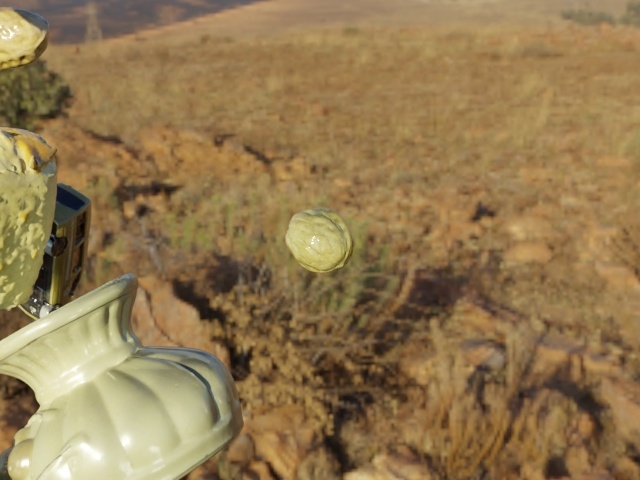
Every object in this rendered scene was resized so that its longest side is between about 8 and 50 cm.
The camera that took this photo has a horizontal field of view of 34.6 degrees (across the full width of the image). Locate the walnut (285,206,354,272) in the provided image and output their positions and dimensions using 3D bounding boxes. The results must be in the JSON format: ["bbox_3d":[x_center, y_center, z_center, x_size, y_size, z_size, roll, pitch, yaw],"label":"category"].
[{"bbox_3d":[0.000,0.000,1.308,0.092,0.092,0.092,-2,15,1],"label":"walnut"}]

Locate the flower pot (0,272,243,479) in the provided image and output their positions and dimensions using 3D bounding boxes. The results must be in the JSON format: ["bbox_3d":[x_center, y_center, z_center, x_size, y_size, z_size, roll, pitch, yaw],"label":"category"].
[{"bbox_3d":[-0.272,0.196,1.274,0.307,0.244,0.307,-29,-1,-1],"label":"flower pot"}]

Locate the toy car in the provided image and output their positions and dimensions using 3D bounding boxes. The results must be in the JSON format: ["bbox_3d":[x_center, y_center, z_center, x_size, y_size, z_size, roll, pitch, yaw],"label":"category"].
[{"bbox_3d":[-0.476,0.026,1.825,0.101,0.257,0.124,29,40,16],"label":"toy car"}]

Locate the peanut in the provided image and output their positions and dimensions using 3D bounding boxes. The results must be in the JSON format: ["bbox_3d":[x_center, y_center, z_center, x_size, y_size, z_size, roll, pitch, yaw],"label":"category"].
[{"bbox_3d":[-0.494,-0.273,1.475,0.225,0.095,0.108,-15,52,7],"label":"peanut"}]

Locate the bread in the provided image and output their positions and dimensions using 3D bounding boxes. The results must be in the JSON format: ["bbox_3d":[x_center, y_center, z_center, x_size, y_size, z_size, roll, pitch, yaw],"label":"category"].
[{"bbox_3d":[-0.491,-0.030,1.210,0.165,0.237,0.375,25,15,32],"label":"bread"}]

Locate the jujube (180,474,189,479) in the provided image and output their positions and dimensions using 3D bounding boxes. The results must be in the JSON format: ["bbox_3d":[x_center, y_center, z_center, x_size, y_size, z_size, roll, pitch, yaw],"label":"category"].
[{"bbox_3d":[-0.232,0.297,1.294,0.166,0.104,0.104,-37,-5,32],"label":"jujube"}]
